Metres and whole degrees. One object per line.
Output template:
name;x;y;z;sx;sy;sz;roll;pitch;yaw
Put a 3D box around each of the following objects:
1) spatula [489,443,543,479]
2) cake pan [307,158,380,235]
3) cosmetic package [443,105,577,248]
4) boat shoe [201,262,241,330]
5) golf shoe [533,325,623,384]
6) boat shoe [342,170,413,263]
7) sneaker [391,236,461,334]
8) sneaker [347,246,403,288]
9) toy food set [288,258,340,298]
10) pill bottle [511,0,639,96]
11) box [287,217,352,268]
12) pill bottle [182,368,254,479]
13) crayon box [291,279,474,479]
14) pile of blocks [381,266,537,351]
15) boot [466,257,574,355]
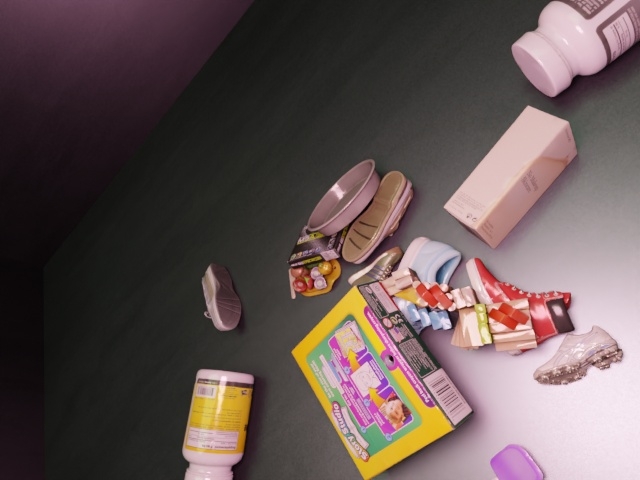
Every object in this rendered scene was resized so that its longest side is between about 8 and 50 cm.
spatula;0.340;0.550;0.926;0.296;0.030;0.084;-44;48;16
cake pan;0.076;-0.127;1.325;0.293;0.054;0.293;-44;17;17
cosmetic package;0.468;-0.148;1.050;0.309;0.160;0.113;-52;49;10
boat shoe;-0.387;0.223;1.613;0.103;0.118;0.320;-48;44;20
golf shoe;0.529;0.244;0.901;0.176;0.069;0.086;-32;33;21
boat shoe;0.183;-0.053;1.274;0.113;0.103;0.302;38;96;46
sneaker;0.255;0.166;1.098;0.150;0.135;0.365;14;81;45
sneaker;0.174;0.105;1.244;0.192;0.064;0.086;-37;59;21
toy food set;-0.041;0.115;1.403;0.218;0.071;0.128;-19;60;32
pill bottle;0.671;-0.539;1.024;0.363;0.210;0.210;-39;51;19
box;0.000;0.000;1.392;0.191;0.045;0.184;-16;37;34
pill bottle;-0.325;0.586;1.344;0.188;0.188;0.333;-8;66;37
crayon box;0.124;0.335;1.031;0.362;0.106;0.313;56;129;24
pile of blocks;0.292;0.159;0.955;0.362;0.113;0.148;14;86;30
boot;0.462;0.119;0.987;0.176;0.088;0.244;-35;61;22
